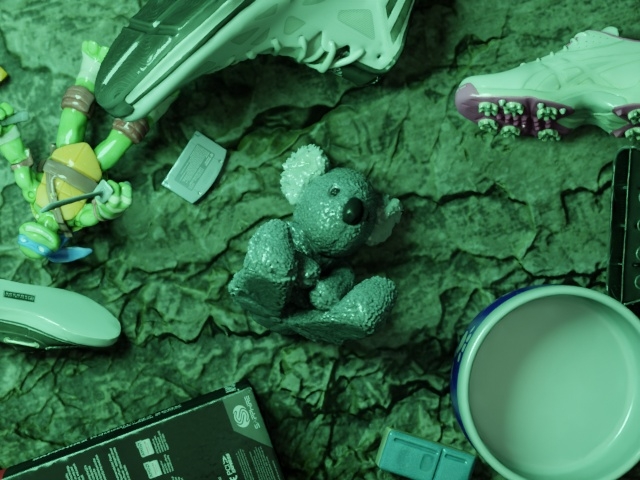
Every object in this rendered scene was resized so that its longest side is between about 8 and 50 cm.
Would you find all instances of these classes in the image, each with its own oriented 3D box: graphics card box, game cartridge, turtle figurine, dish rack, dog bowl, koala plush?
[{"bbox_3d":[-0.221,0.345,1.902,0.371,0.094,0.233,-21,93,-3],"label":"graphics card box"},{"bbox_3d":[-0.159,-0.092,1.941,0.056,0.017,0.083,33,88,-1],"label":"game cartridge"},{"bbox_3d":[-0.299,-0.119,1.819,0.275,0.198,0.266,48,63,-44],"label":"turtle figurine"},{"bbox_3d":[0.464,-0.015,1.881,0.074,0.271,0.208,2,91,-24],"label":"dish rack"},{"bbox_3d":[0.302,0.188,1.943,0.265,0.104,0.265,0,91,-5],"label":"dog bowl"},{"bbox_3d":[0.000,0.000,1.896,0.196,0.203,0.221,28,67,-14],"label":"koala plush"}]

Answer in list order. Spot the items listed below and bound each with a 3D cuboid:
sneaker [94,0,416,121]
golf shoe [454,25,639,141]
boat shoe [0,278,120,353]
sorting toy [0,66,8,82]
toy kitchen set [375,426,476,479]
[{"bbox_3d":[-0.043,-0.242,1.826,0.447,0.169,0.257,-43,118,-11],"label":"sneaker"},{"bbox_3d":[0.324,-0.205,1.951,0.306,0.115,0.140,1,70,-4],"label":"golf shoe"},{"bbox_3d":[-0.363,0.101,1.902,0.219,0.078,0.070,16,124,-9],"label":"boat shoe"},{"bbox_3d":[-0.554,-0.267,1.893,0.229,0.041,0.307,-44,98,-4],"label":"sorting toy"},{"bbox_3d":[0.119,0.359,1.897,0.122,0.166,0.207,18,90,-5],"label":"toy kitchen set"}]
